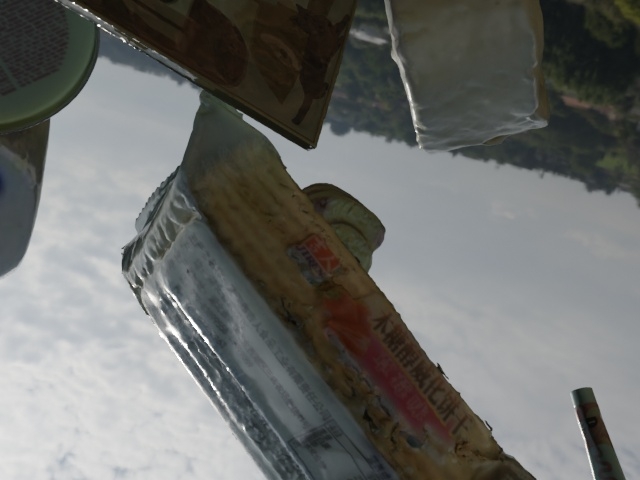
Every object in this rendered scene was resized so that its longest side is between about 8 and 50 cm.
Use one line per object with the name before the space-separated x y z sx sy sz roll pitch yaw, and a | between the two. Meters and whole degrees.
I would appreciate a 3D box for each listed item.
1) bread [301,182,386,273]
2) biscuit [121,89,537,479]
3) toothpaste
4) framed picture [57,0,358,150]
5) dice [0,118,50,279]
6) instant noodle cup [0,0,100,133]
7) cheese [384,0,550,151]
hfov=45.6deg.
bread | 0.000 0.000 1.277 0.155 0.187 0.338 25 -173 -5
biscuit | -0.008 0.080 0.432 0.079 0.186 0.309 -36 -96 -36
toothpaste | 0.403 0.313 1.088 0.036 0.056 0.205 19 -131 -40
framed picture | -0.062 -0.147 0.360 0.201 0.136 0.010 28 159 -33
dice | -0.555 -0.110 1.049 0.304 0.304 0.277 8 -146 -28
instant noodle cup | -0.295 -0.210 0.640 0.234 0.235 0.178 8 -143 -38
cheese | 0.163 -0.253 0.850 0.153 0.292 0.332 -8 -132 17
